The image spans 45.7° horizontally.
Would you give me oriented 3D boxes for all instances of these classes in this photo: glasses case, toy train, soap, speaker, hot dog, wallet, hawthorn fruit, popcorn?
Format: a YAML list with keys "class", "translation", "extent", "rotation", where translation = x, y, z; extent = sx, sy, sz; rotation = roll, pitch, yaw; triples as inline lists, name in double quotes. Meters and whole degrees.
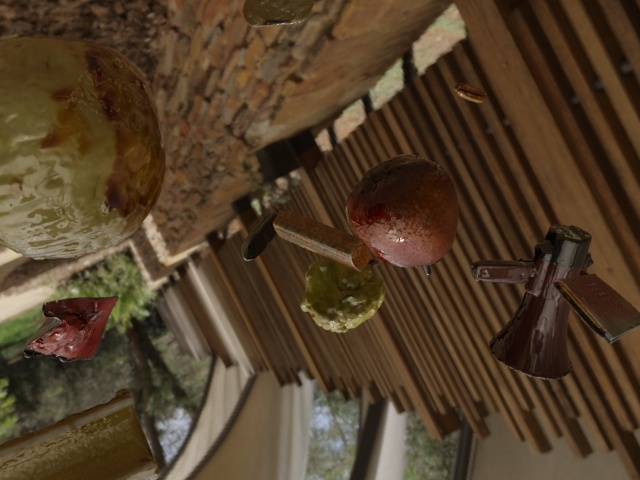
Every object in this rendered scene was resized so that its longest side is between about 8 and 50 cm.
- class: "glasses case"
  translation: [0.000, 0.000, 1.626]
  extent: [0.218, 0.075, 0.049]
  rotation: [23, -114, 34]
- class: "toy train"
  translation: [-0.167, -0.003, 2.003]
  extent: [0.048, 0.055, 0.252]
  rotation: [-13, -162, 23]
- class: "soap"
  translation: [-0.424, 0.360, 1.170]
  extent: [0.335, 0.156, 0.293]
  rotation: [-19, 172, -22]
- class: "speaker"
  translation: [0.468, 0.122, 1.720]
  extent: [0.259, 0.329, 0.198]
  rotation: [9, -160, 13]
- class: "hot dog"
  translation: [0.442, -0.436, 2.245]
  extent: [0.122, 0.049, 0.037]
  rotation: [11, 166, -31]
- class: "wallet"
  translation: [0.378, 0.085, 1.021]
  extent: [0.020, 0.103, 0.196]
  rotation: [-51, 156, 24]
- class: "hawthorn fruit"
  translation: [0.225, -0.043, 1.949]
  extent: [0.285, 0.368, 0.284]
  rotation: [-15, -144, 11]
- class: "popcorn"
  translation: [0.070, 0.143, 2.206]
  extent: [0.266, 0.233, 0.192]
  rotation: [-57, 160, -16]

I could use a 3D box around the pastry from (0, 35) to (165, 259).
- class: "pastry"
  translation: [-0.420, -0.161, 1.271]
  extent: [0.313, 0.388, 0.388]
  rotation: [-19, 180, -2]

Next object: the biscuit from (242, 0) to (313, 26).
- class: "biscuit"
  translation: [-0.086, -0.468, 1.533]
  extent: [0.147, 0.071, 0.018]
  rotation: [-4, 174, 8]

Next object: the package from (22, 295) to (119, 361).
- class: "package"
  translation: [-0.629, 0.224, 1.929]
  extent: [0.194, 0.071, 0.269]
  rotation: [-57, 151, 8]
